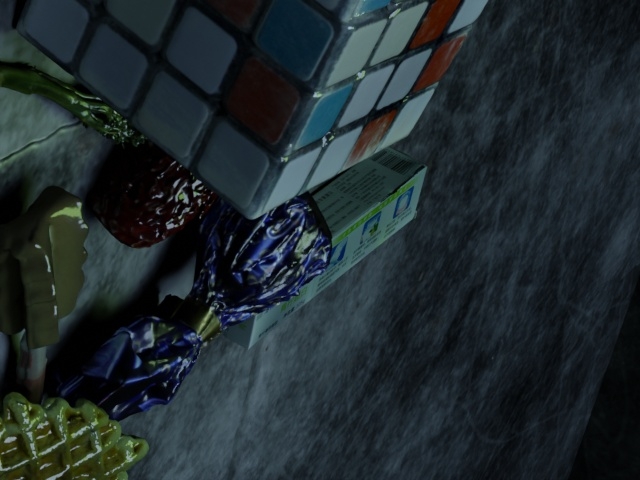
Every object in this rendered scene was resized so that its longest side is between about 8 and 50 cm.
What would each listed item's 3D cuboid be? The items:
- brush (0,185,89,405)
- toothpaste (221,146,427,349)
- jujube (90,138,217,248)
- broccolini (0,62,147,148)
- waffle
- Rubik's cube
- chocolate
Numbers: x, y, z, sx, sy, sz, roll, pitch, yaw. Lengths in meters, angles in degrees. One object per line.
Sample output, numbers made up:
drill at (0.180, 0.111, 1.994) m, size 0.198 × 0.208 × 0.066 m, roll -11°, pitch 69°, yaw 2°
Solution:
brush at (-0.242, 0.079, 1.703) m, size 0.084 × 0.071 × 0.301 m, roll -48°, pitch 160°, yaw -40°
toothpaste at (0.000, 0.000, 2.144) m, size 0.336 × 0.067 × 0.081 m, roll -37°, pitch 147°, yaw -47°
jujube at (-0.124, -0.063, 1.754) m, size 0.166 × 0.104 × 0.104 m, roll -56°, pitch 158°, yaw -4°
broccolini at (-0.201, -0.114, 1.591) m, size 0.051 × 0.054 × 0.239 m, roll -51°, pitch 157°, yaw 9°
waffle at (-0.265, 0.223, 1.740) m, size 0.214 × 0.054 × 0.208 m, roll -51°, pitch 145°, yaw 6°
Rubik's cube at (-0.030, -0.211, 1.518) m, size 0.256 × 0.259 × 0.253 m, roll -28°, pitch 152°, yaw -53°
chocolate at (-0.134, 0.082, 1.881) m, size 0.343 × 0.126 × 0.148 m, roll -47°, pitch -166°, yaw -28°
